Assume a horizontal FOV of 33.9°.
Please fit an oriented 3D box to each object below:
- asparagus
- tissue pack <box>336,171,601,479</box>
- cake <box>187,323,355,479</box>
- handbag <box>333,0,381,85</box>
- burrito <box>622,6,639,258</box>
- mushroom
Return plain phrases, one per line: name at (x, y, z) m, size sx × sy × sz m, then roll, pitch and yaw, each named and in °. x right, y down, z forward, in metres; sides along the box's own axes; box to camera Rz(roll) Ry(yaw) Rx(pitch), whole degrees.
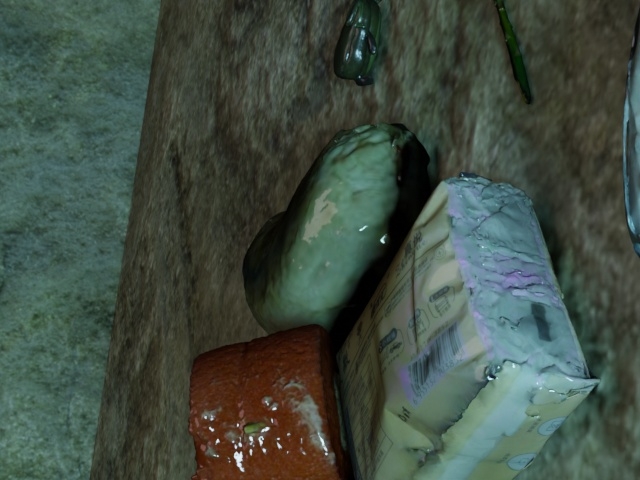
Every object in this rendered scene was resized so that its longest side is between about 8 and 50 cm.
asparagus at (0.172, -0.187, 0.959) m, size 0.016 × 0.013 × 0.166 m, roll -44°, pitch 41°, yaw 41°
tissue pack at (0.099, 0.107, 0.869) m, size 0.215 × 0.123 × 0.256 m, roll -98°, pitch 28°, yaw -43°
cake at (-0.041, 0.187, 1.030) m, size 0.283 × 0.151 × 0.177 m, roll 62°, pitch -168°, yaw -67°
handbag at (0.047, -0.243, 1.256) m, size 0.072 × 0.047 × 0.111 m, roll -150°, pitch 71°, yaw -74°
burrito at (0.246, -0.109, 0.604) m, size 0.139 × 0.101 × 0.445 m, roll 7°, pitch 88°, yaw 54°
mushroom at (-0.002, 0.000, 1.169) m, size 0.344 × 0.130 × 0.247 m, roll 143°, pitch 128°, yaw -61°
